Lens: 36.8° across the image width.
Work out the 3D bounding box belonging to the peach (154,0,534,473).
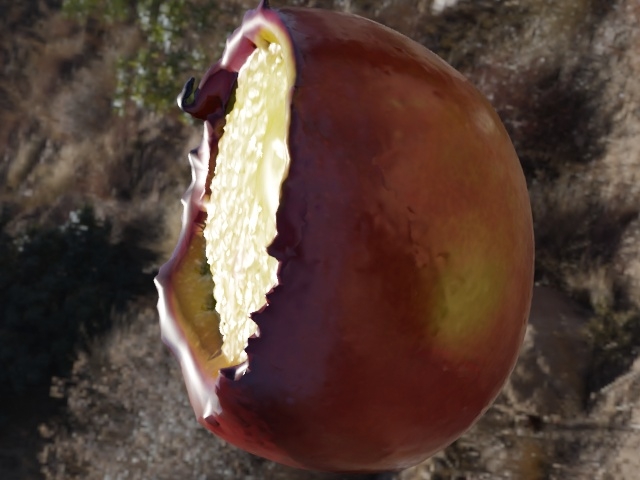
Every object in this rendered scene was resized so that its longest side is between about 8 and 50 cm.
[{"bbox_3d":[0.000,0.000,0.471,0.226,0.196,0.189,61,-148,-30],"label":"peach"}]
